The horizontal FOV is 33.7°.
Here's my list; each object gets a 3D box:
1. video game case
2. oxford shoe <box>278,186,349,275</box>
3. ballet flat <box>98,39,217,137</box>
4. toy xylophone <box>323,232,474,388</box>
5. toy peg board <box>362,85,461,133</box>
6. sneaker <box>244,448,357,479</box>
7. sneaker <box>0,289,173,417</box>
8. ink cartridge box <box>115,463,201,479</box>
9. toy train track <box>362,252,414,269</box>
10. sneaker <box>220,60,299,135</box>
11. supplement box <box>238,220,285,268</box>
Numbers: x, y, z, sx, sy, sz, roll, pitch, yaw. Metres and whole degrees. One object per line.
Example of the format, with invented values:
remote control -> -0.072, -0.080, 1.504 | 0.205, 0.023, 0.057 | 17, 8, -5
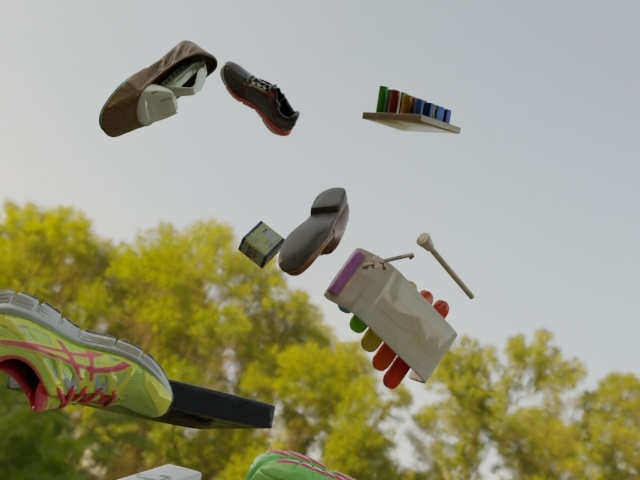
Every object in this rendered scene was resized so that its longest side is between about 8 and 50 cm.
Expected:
video game case -> -0.230, 0.193, 1.318 | 0.274, 0.035, 0.248 | 17, -17, -24
oxford shoe -> 0.000, 0.000, 1.742 | 0.076, 0.212, 0.076 | 2, -54, 31
ballet flat -> -0.338, -0.329, 2.315 | 0.124, 0.342, 0.116 | 16, -48, 25
toy xylophone -> 0.163, 0.129, 1.990 | 0.081, 0.236, 0.323 | 19, -29, 52
toy peg board -> 0.206, -0.291, 2.338 | 0.160, 0.079, 0.161 | 8, 0, 40
sneaker -> 0.061, 0.502, 1.695 | 0.482, 0.202, 0.185 | 30, -4, -19
sneaker -> -0.244, 0.134, 1.028 | 0.208, 0.094, 0.081 | 27, -39, -15
ink cartridge box -> -0.341, 0.555, 2.134 | 0.092, 0.160, 0.219 | 8, 2, 23
toy train track -> 0.107, 0.035, 1.664 | 0.083, 0.048, 0.014 | -14, -69, 6
sneaker -> -0.093, -0.244, 1.729 | 0.158, 0.061, 0.065 | 42, -43, -6
supplement box -> -0.152, 0.010, 2.727 | 0.083, 0.083, 0.056 | 38, -37, 9
